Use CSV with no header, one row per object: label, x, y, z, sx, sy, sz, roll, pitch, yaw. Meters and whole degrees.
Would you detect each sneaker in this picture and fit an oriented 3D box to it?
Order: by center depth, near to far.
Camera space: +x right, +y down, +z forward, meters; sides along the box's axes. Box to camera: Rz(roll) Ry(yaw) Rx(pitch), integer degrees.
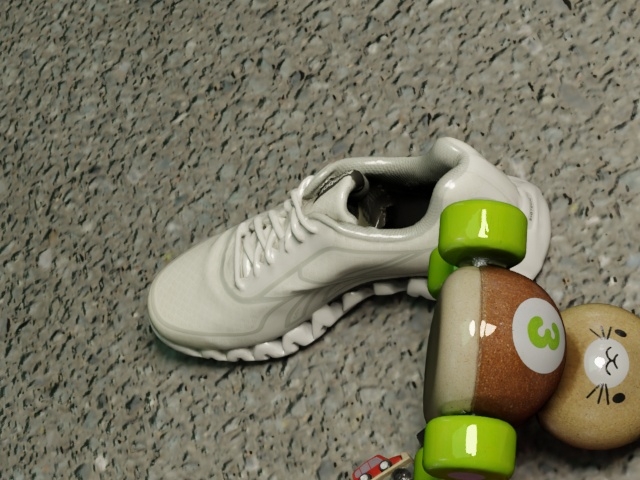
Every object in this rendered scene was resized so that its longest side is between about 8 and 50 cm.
sneaker,0.000,0.000,1.127,0.292,0.118,0.110,-18,59,23

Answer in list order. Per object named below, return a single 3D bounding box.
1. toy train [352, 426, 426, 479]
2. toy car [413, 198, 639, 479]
toy train,0.039,0.154,1.076,0.158,0.027,0.036,-35,49,9
toy car,0.155,0.075,0.988,0.188,0.149,0.155,5,72,0
